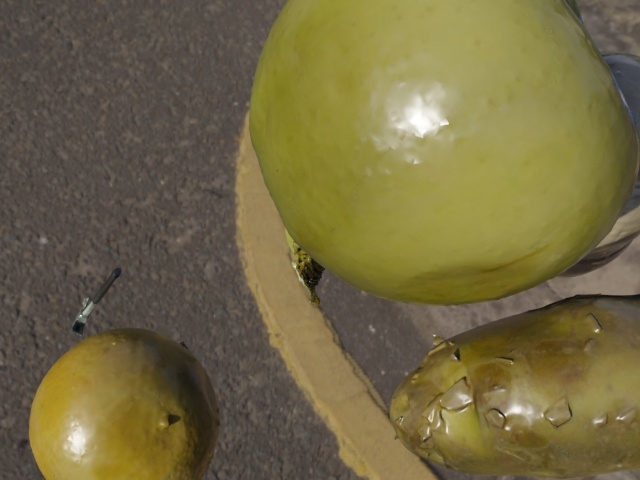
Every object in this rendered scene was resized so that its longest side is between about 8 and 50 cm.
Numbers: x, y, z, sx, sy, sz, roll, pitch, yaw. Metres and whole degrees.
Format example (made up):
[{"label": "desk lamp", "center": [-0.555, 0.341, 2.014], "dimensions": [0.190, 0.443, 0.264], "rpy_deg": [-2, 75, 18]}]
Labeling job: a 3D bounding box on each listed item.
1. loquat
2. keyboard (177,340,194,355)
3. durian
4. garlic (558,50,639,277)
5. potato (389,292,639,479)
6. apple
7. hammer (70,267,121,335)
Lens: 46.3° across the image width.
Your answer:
[{"label": "loquat", "center": [-0.175, 0.172, 0.673], "dimensions": [0.149, 0.172, 0.205], "rpy_deg": [-23, 44, 25]}, {"label": "keyboard", "center": [-0.291, 0.267, 1.511], "dimensions": [0.017, 0.055, 0.166], "rpy_deg": [-21, 20, 16]}, {"label": "durian", "center": [0.000, 0.000, 1.078], "dimensions": [0.102, 0.208, 0.146], "rpy_deg": [5, 14, 11]}, {"label": "garlic", "center": [0.331, -0.101, 0.970], "dimensions": [0.241, 0.322, 0.322], "rpy_deg": [45, 56, 2]}, {"label": "potato", "center": [0.202, 0.117, 0.605], "dimensions": [0.296, 0.191, 0.141], "rpy_deg": [-11, 85, 2]}, {"label": "apple", "center": [0.088, -0.091, 0.567], "dimensions": [0.254, 0.292, 0.292], "rpy_deg": [-26, 48, 20]}, {"label": "hammer", "center": [-0.477, 0.126, 1.595], "dimensions": [0.029, 0.246, 0.103], "rpy_deg": [29, 50, -18]}]
